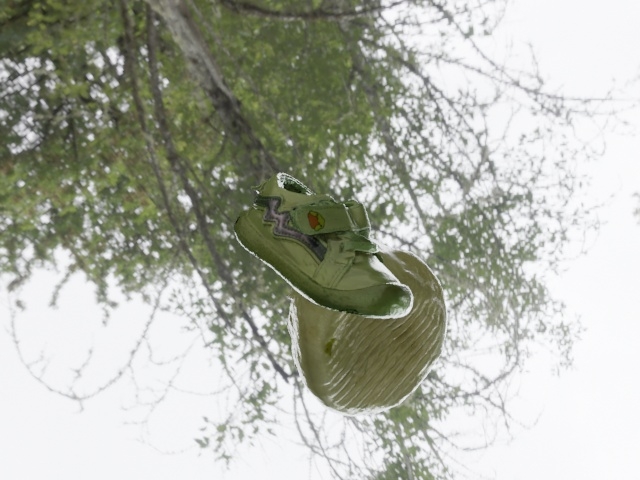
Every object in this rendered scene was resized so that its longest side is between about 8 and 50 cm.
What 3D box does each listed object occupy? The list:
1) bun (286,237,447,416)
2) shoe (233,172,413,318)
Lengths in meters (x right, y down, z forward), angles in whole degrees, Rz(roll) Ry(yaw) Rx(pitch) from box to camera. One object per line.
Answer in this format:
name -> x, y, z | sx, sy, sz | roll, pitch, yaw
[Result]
bun -> 0.062, 0.115, 1.052 | 0.259, 0.259, 0.160 | -37, -157, -8
shoe -> -0.003, 0.007, 0.871 | 0.262, 0.128, 0.140 | 30, -154, 34
